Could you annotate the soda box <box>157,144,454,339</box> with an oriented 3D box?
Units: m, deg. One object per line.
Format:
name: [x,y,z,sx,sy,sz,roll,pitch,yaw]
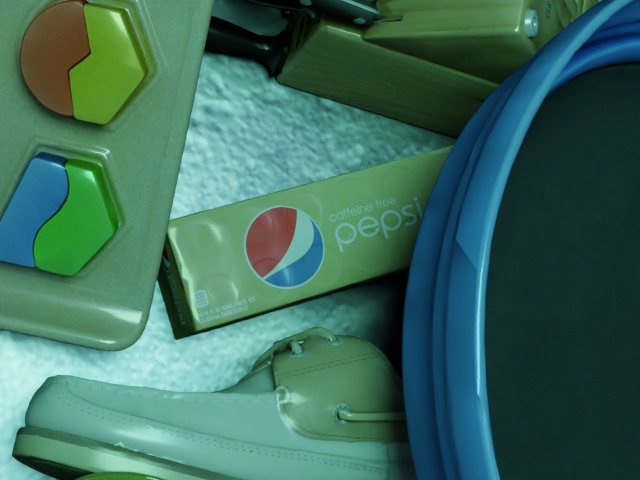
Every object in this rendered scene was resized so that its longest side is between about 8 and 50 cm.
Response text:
soda box: [0.000,0.000,0.638,0.181,0.058,0.061,-16,85,-20]

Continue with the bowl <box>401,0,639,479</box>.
bowl: [0.206,0.063,0.573,0.391,0.077,0.391,5,81,-32]

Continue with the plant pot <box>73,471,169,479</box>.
plant pot: [-0.087,0.157,0.488,0.083,0.083,0.079,25,40,-13]

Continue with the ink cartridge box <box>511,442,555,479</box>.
ink cartridge box: [0.172,0.200,0.616,0.296,0.066,0.261,-41,104,-29]

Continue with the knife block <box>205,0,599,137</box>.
knife block: [0.029,-0.129,0.670,0.275,0.242,0.088,34,65,-58]

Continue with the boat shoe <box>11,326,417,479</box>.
boat shoe: [-0.006,0.100,0.595,0.302,0.113,0.103,16,74,-27]

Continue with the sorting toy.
sorting toy: [-0.162,-0.061,0.550,0.193,0.038,0.208,12,99,-5]
